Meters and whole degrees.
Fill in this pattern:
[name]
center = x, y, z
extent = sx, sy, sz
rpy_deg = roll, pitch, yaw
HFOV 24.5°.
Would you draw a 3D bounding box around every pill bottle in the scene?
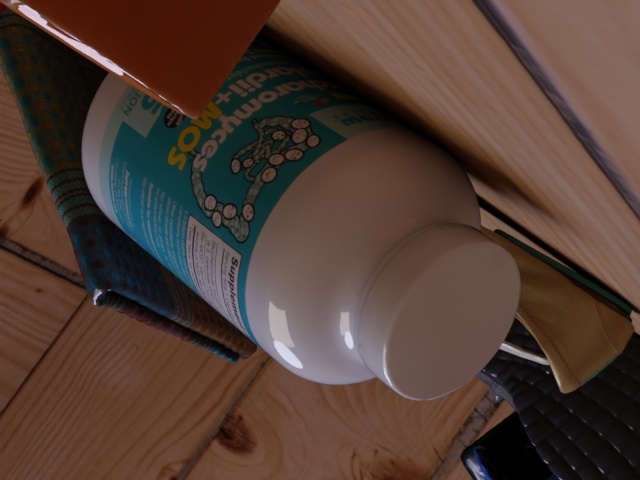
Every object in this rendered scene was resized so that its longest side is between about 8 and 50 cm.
[pill bottle]
center = -0.011, -0.016, 0.827
extent = 0.264, 0.146, 0.146
rpy_deg = 36, 180, 41

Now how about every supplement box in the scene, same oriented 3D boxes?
[supplement box]
center = -0.100, -0.123, 0.462
extent = 0.233, 0.078, 0.080
rpy_deg = 37, -176, 43

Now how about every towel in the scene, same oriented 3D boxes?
[towel]
center = -0.168, -0.094, 1.087
extent = 0.370, 0.040, 0.271
rpy_deg = 67, -169, 20

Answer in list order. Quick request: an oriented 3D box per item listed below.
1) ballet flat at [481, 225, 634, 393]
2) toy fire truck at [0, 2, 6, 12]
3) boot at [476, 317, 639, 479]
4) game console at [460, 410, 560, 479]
[ballet flat]
center = 0.087, 0.011, 0.930
extent = 0.232, 0.073, 0.080
rpy_deg = 36, 180, 23
[toy fire truck]
center = -0.250, -0.202, 0.841
extent = 0.217, 0.158, 0.246
rpy_deg = 36, -168, 3
[boot]
center = 0.225, 0.117, 1.172
extent = 0.223, 0.118, 0.338
rpy_deg = 26, -165, -50
[game console]
center = 0.268, 0.263, 1.264
extent = 0.293, 0.250, 0.173
rpy_deg = 56, 150, 4
